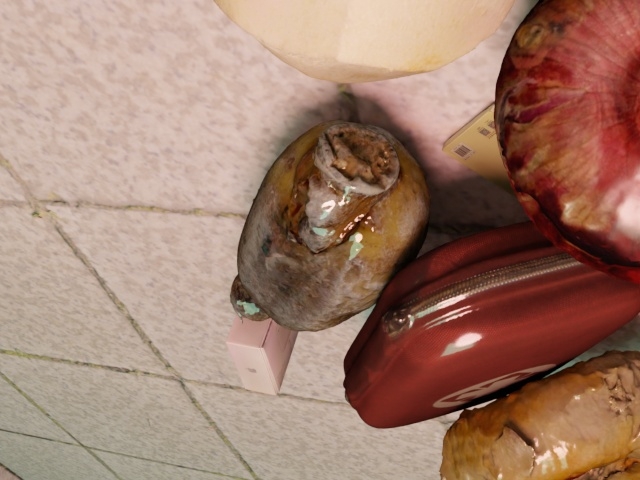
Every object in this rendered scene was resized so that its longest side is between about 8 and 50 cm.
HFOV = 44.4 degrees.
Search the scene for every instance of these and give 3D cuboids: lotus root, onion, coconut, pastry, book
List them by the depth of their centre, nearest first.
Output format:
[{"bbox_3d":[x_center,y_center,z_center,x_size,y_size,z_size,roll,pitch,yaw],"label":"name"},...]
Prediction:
[{"bbox_3d":[0.035,-0.218,0.445,0.241,0.241,0.241,13,146,9],"label":"coconut"},{"bbox_3d":[0.236,-0.084,0.530,0.247,0.190,0.246,4,102,19],"label":"onion"},{"bbox_3d":[0.181,-0.079,0.741,0.111,0.014,0.077,30,147,-14],"label":"book"},{"bbox_3d":[0.002,-0.001,0.814,0.175,0.175,0.349,25,149,-9],"label":"lotus root"},{"bbox_3d":[0.261,0.211,0.855,0.236,0.120,0.257,-14,158,-23],"label":"pastry"}]

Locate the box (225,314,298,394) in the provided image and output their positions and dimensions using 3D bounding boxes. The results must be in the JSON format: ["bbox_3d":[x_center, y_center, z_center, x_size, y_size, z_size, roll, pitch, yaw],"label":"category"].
[{"bbox_3d":[-0.069,0.116,1.038,0.051,0.130,0.129,8,145,14],"label":"box"}]

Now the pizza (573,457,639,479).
[{"bbox_3d":[0.424,0.301,1.041,0.406,0.130,0.440,-21,134,31],"label":"pizza"}]

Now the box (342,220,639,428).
[{"bbox_3d":[0.161,0.102,0.816,0.263,0.108,0.404,-13,159,-12],"label":"box"}]
